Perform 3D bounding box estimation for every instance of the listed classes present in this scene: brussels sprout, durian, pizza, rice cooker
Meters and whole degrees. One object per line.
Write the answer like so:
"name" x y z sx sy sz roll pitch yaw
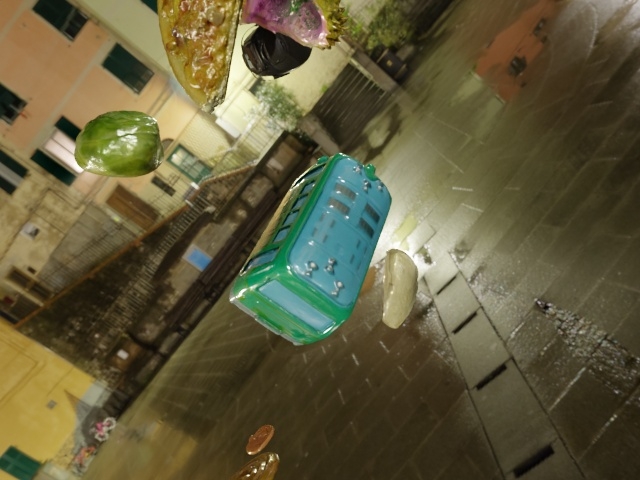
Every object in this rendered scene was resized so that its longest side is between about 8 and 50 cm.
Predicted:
"brussels sprout" -0.488 -0.226 1.031 0.223 0.161 0.223 -10 30 6
"durian" -0.052 -0.516 0.893 0.154 0.260 0.186 -57 -9 -4
"pizza" -0.261 -0.417 0.838 0.087 0.258 0.268 -10 -55 -41
"rice cooker" -0.117 -0.505 1.117 0.203 0.142 0.118 -34 27 -24

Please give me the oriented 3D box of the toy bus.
"toy bus" 0.000 0.000 0.777 0.199 0.183 0.344 -34 25 51

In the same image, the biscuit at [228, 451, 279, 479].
"biscuit" -0.221 0.681 1.165 0.262 0.037 0.262 -39 0 0

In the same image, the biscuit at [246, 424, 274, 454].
"biscuit" -0.162 0.530 1.132 0.078 0.015 0.091 -23 13 40

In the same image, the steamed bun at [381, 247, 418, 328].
"steamed bun" 0.241 0.115 1.277 0.212 0.110 0.231 -72 -14 -68
